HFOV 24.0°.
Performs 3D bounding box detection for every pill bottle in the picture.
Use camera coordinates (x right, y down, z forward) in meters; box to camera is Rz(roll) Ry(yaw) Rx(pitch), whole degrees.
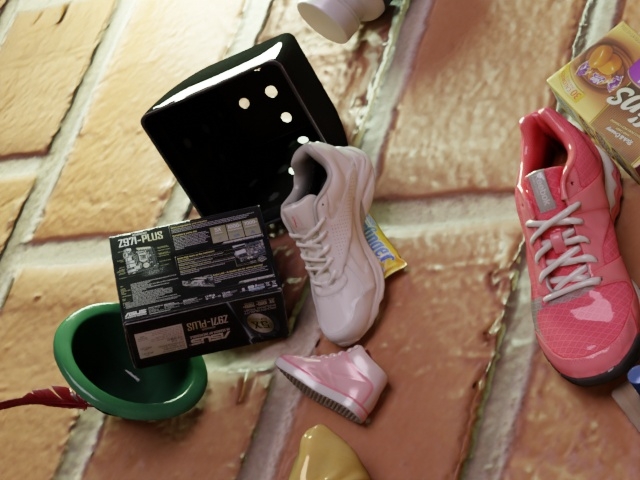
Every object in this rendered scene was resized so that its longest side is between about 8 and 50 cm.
[{"bbox_3d":[0.054,-0.343,1.919,0.108,0.108,0.180,24,72,46],"label":"pill bottle"}]

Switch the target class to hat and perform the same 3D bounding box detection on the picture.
[{"bbox_3d":[-0.247,0.189,1.744,0.208,0.173,0.183,48,133,30],"label":"hat"}]

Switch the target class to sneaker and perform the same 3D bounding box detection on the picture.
[{"bbox_3d":[0.016,0.137,1.583,0.134,0.051,0.070,24,70,42],"label":"sneaker"},{"bbox_3d":[0.233,-0.001,1.473,0.116,0.136,0.314,-22,45,22],"label":"sneaker"},{"bbox_3d":[0.000,0.000,1.632,0.090,0.115,0.232,-21,66,36],"label":"sneaker"}]

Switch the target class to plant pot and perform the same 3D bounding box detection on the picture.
[{"bbox_3d":[-0.071,-0.140,1.792,0.187,0.188,0.167,-21,26,22],"label":"plant pot"}]

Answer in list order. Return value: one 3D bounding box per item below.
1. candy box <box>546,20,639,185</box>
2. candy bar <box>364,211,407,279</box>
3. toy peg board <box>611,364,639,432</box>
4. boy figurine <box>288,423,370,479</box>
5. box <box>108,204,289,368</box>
[{"bbox_3d":[0.332,-0.142,1.582,0.109,0.053,0.186,-37,40,4],"label":"candy box"},{"bbox_3d":[0.052,-0.007,1.702,0.040,0.018,0.161,-36,42,5],"label":"candy bar"},{"bbox_3d":[0.349,0.125,1.323,0.161,0.079,0.161,-37,41,4],"label":"toy peg board"},{"bbox_3d":[0.002,0.307,1.418,0.177,0.092,0.285,-25,43,18],"label":"boy figurine"},{"bbox_3d":[-0.138,0.051,1.700,0.180,0.077,0.147,-13,44,-6],"label":"box"}]
